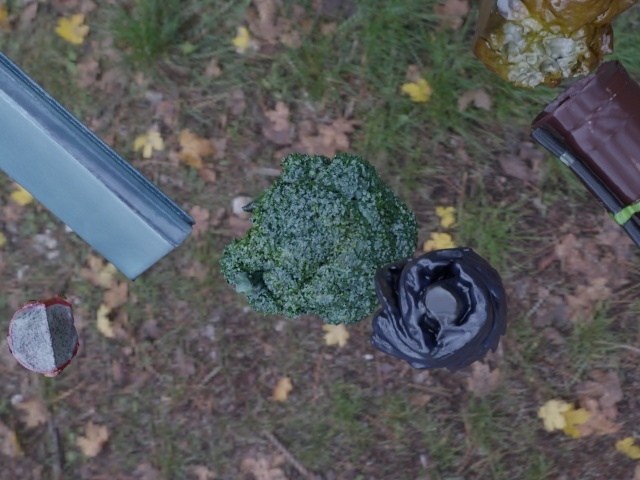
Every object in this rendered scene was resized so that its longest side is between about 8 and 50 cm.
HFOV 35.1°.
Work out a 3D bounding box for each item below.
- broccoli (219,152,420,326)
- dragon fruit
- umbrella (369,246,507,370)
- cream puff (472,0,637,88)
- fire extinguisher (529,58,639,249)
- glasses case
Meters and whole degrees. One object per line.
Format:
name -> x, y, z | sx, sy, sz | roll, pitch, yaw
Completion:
broccoli -> 0.000, 0.000, 1.002 | 0.156, 0.195, 0.196 | 22, 102, 57
dragon fruit -> -0.299, 0.101, 1.084 | 0.060, 0.056, 0.083 | -9, 101, 16
umbrella -> 0.078, 0.039, 0.585 | 0.070, 0.248, 0.071 | -1, 86, 14
cream puff -> 0.259, -0.285, 1.130 | 0.269, 0.154, 0.241 | -105, 29, -69
fire extinguisher -> 0.130, -0.003, 0.351 | 0.132, 0.056, 0.039 | 49, 143, -2
glasses case -> -0.205, -0.087, 0.728 | 0.266, 0.056, 0.105 | 42, 148, -11
